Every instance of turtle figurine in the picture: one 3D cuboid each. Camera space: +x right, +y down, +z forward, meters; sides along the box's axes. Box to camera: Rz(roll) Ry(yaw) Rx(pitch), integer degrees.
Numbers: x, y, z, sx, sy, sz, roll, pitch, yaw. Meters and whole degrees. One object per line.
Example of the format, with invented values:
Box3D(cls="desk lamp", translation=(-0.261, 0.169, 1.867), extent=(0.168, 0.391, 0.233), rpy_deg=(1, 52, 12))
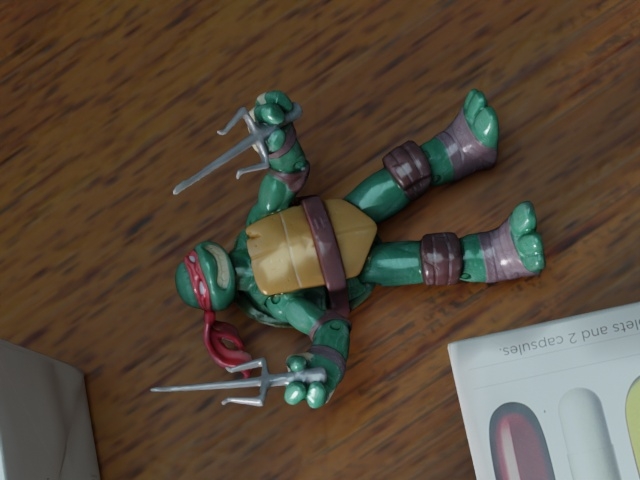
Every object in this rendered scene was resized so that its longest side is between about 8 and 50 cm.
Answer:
Box3D(cls="turtle figurine", translation=(0.000, 0.000, 0.833), extent=(0.234, 0.118, 0.175), rpy_deg=(-17, 87, -7))

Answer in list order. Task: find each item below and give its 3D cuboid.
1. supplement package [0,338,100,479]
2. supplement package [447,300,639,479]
Box3D(cls="supplement package", translation=(-0.238, 0.179, 0.824), extent=(0.203, 0.149, 0.194), rpy_deg=(-14, 74, 9))
Box3D(cls="supplement package", translation=(0.213, 0.107, 0.709), extent=(0.261, 0.204, 0.145), rpy_deg=(-14, 74, 9))
